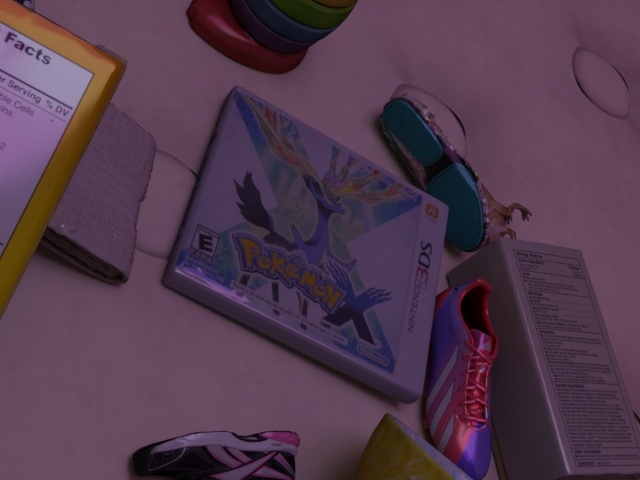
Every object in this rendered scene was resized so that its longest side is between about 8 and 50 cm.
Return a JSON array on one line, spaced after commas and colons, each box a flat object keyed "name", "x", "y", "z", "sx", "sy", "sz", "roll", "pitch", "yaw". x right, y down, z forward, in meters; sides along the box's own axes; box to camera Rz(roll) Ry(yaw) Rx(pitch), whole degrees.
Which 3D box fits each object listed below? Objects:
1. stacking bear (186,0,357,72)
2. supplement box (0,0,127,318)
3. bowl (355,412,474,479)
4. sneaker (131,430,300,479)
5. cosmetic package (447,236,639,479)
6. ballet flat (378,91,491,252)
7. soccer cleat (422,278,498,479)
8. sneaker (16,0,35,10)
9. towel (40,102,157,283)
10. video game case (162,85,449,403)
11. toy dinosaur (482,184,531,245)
[{"name": "stacking bear", "x": -0.009, "y": -0.352, "z": 1.341, "sx": 0.164, "sy": 0.289, "sz": 0.175, "roll": 39, "pitch": 45, "yaw": -12}, {"name": "supplement box", "x": -0.330, "y": -0.019, "z": 0.839, "sx": 0.194, "sy": 0.195, "sz": 0.356, "roll": 29, "pitch": 76, "yaw": -21}, {"name": "bowl", "x": 0.127, "y": 0.324, "z": 1.082, "sx": 0.289, "sy": 0.289, "sz": 0.156, "roll": 40, "pitch": 88, "yaw": -11}, {"name": "sneaker", "x": -0.093, "y": 0.227, "z": 1.056, "sx": 0.178, "sy": 0.072, "sz": 0.077, "roll": 4, "pitch": 71, "yaw": -30}, {"name": "cosmetic package", "x": 0.284, "y": 0.162, "z": 1.367, "sx": 0.160, "sy": 0.113, "sz": 0.309, "roll": 9, "pitch": 57, "yaw": -35}, {"name": "ballet flat", "x": 0.166, "y": -0.097, "z": 1.468, "sx": 0.241, "sy": 0.091, "sz": 0.077, "roll": 63, "pitch": 24, "yaw": 7}, {"name": "soccer cleat", "x": 0.175, "y": 0.162, "z": 1.290, "sx": 0.083, "sy": 0.095, "sz": 0.248, "roll": 19, "pitch": 52, "yaw": -28}, {"name": "sneaker", "x": -0.358, "y": -0.257, "z": 1.152, "sx": 0.106, "sy": 0.078, "sz": 0.234, "roll": 1, "pitch": 64, "yaw": -41}, {"name": "towel", "x": -0.276, "y": -0.098, "z": 1.073, "sx": 0.282, "sy": 0.049, "sz": 0.187, "roll": 38, "pitch": 47, "yaw": -40}, {"name": "video game case", "x": 0.000, "y": 0.000, "z": 1.287, "sx": 0.329, "sy": 0.036, "sz": 0.300, "roll": 28, "pitch": 49, "yaw": -17}, {"name": "toy dinosaur", "x": 0.241, "y": -0.040, "z": 1.507, "sx": 0.093, "sy": 0.053, "sz": 0.183, "roll": 10, "pitch": 57, "yaw": -33}]
